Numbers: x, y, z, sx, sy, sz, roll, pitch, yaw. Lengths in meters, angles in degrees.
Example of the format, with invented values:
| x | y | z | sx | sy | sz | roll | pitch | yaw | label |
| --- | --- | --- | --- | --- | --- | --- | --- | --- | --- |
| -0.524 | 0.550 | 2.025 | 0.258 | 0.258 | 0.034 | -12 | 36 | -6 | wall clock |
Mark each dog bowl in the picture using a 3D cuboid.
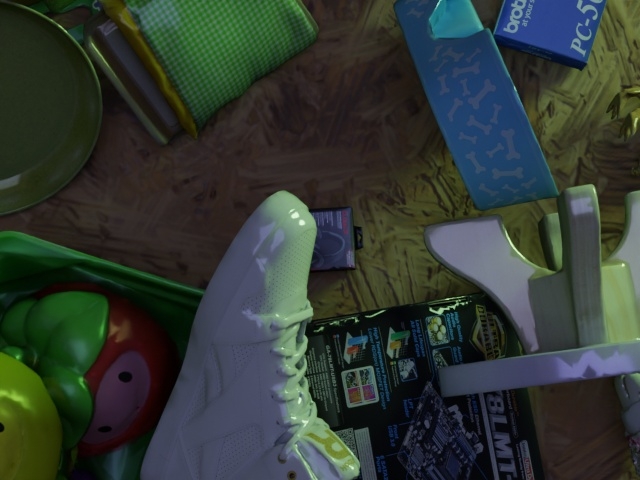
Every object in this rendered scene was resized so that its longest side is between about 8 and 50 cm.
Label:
| x | y | z | sx | sy | sz | roll | pitch | yaw | label |
| --- | --- | --- | --- | --- | --- | --- | --- | --- | --- |
| 0.135 | -0.138 | 1.395 | 0.074 | 0.297 | 0.166 | -24 | 125 | 7 | dog bowl |

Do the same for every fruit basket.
| x | y | z | sx | sy | sz | roll | pitch | yaw | label |
| --- | --- | --- | --- | --- | --- | --- | --- | --- | --- |
| -0.252 | 0.185 | 1.325 | 0.282 | 0.392 | 0.392 | 17 | 86 | 1 | fruit basket |

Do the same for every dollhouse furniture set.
| x | y | z | sx | sy | sz | roll | pitch | yaw | label |
| --- | --- | --- | --- | --- | --- | --- | --- | --- | --- |
| -0.138 | -0.234 | 1.400 | 0.197 | 0.151 | 0.301 | -36 | 114 | -1 | dollhouse furniture set |

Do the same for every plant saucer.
| x | y | z | sx | sy | sz | roll | pitch | yaw | label |
| --- | --- | --- | --- | --- | --- | --- | --- | --- | --- |
| -0.329 | -0.130 | 1.451 | 0.240 | 0.037 | 0.241 | -7 | 127 | -10 | plant saucer |

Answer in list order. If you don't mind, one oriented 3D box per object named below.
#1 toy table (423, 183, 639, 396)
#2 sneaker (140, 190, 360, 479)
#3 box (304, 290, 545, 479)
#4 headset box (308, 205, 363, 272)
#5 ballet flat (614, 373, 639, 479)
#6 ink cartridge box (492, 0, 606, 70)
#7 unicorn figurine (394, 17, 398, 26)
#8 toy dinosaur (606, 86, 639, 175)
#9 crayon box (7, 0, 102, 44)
| x | y | z | sx | sy | sz | roll | pitch | yaw | label |
| --- | --- | --- | --- | --- | --- | --- | --- | --- | --- |
| 0.233 | 0.045 | 1.364 | 0.274 | 0.252 | 0.161 | -7 | 84 | -9 | toy table |
| -0.023 | 0.118 | 1.224 | 0.169 | 0.108 | 0.293 | 31 | 116 | 22 | sneaker |
| 0.074 | 0.206 | 1.393 | 0.293 | 0.073 | 0.296 | -8 | 87 | -37 | box |
| 0.000 | 0.000 | 1.500 | 0.083 | 0.032 | 0.062 | -3 | 86 | 2 | headset box |
| 0.323 | 0.117 | 1.464 | 0.077 | 0.091 | 0.241 | 19 | 77 | -6 | ballet flat |
| 0.245 | -0.282 | 1.511 | 0.097 | 0.046 | 0.207 | 18 | 87 | 3 | ink cartridge box |
| 0.111 | -0.304 | 1.506 | 0.162 | 0.060 | 0.111 | -33 | 86 | -1 | unicorn figurine |
| 0.346 | -0.124 | 1.502 | 0.112 | 0.064 | 0.212 | 11 | 96 | -17 | toy dinosaur |
| -0.318 | -0.339 | 1.499 | 0.203 | 0.083 | 0.323 | -22 | 87 | -1 | crayon box |
